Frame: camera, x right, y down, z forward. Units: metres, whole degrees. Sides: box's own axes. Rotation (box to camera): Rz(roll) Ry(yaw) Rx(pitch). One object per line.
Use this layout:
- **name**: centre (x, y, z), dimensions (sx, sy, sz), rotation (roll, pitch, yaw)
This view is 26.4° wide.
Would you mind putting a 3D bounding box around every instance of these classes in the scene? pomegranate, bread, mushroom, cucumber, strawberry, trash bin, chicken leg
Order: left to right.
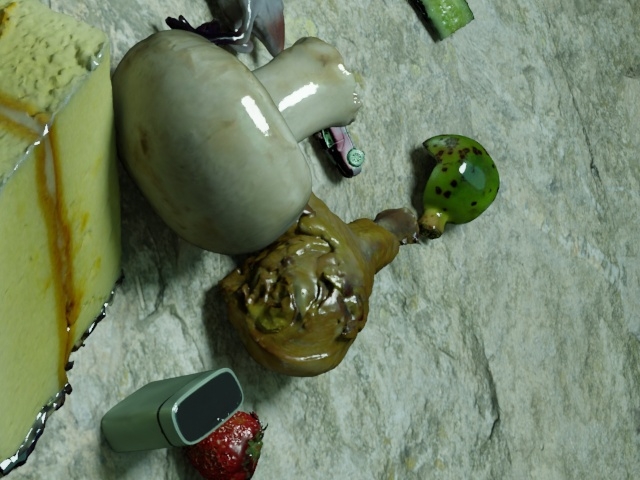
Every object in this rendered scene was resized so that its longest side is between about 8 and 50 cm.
- **bread**: centre (-0.370, -0.021, 1.523), dimensions (0.345, 0.242, 0.404), rotation (-50, 150, -46)
- **trash bin**: centre (-0.173, 0.199, 1.598), dimensions (0.116, 0.130, 0.059), rotation (-33, 104, -46)
- **strawberry**: centre (-0.120, 0.254, 1.678), dimensions (0.106, 0.106, 0.106), rotation (15, 69, -45)
- **mushroom**: centre (-0.097, -0.142, 1.630), dimensions (0.290, 0.297, 0.297), rotation (-36, 110, -11)
- **chicken leg**: centre (0.000, 0.000, 1.836), dimensions (0.295, 0.182, 0.409), rotation (56, 39, 1)
- **cucumber**: centre (0.164, -0.422, 2.194), dimensions (0.078, 0.062, 0.211), rotation (-40, 120, -10)
- **pomegranate**: centre (0.214, -0.082, 2.103), dimensions (0.143, 0.122, 0.169), rotation (66, 30, -57)

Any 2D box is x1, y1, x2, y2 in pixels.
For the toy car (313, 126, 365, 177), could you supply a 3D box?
- **toy car**: centre (0.018, -0.155, 1.957), dimensions (0.055, 0.069, 0.142), rotation (-26, 101, -8)

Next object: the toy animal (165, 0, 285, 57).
- **toy animal**: centre (-0.119, -0.367, 1.838), dimensions (0.195, 0.090, 0.324), rotation (16, 70, -45)
